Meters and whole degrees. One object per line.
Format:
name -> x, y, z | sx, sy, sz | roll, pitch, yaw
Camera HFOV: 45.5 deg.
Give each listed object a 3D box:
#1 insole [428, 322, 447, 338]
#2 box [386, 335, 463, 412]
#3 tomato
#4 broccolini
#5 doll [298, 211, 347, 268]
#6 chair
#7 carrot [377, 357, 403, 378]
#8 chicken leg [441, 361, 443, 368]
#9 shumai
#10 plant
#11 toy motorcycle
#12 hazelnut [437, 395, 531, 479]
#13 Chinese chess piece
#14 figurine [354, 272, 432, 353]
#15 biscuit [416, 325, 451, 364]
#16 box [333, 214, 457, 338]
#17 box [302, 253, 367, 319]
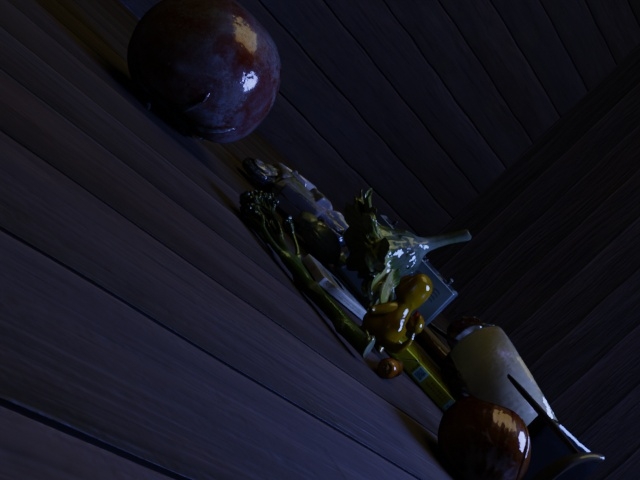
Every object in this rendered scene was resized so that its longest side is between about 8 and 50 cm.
insole -> 0.318, 0.242, 2.390 | 0.348, 0.009, 0.119 | 37, -8, 31
box -> 0.242, 0.306, 1.640 | 0.279, 0.041, 0.153 | 47, 7, 1
tomato -> -0.236, -0.348, 1.555 | 0.316, 0.283, 0.317 | 33, -12, 8
broccolini -> -0.019, 0.045, 1.365 | 0.392, 0.074, 0.079 | 47, 13, 25
doll -> 0.000, 0.000, 1.814 | 0.103, 0.071, 0.214 | 43, -4, 45
chair -> 0.377, 0.394, 1.331 | 0.166, 0.188, 0.272 | 43, 3, -18
carrot -> 0.133, 0.235, 1.399 | 0.037, 0.037, 0.190 | 48, 3, 15
chicken leg -> 0.434, 0.422, 2.010 | 0.304, 0.093, 0.113 | 44, 17, 26
shumai -> 0.424, 0.289, 1.965 | 0.218, 0.186, 0.184 | 5, 29, -25
plant -> 0.153, 0.010, 1.747 | 0.261, 0.297, 0.306 | 37, -22, 39
toy motorcycle -> -0.050, -0.101, 1.974 | 0.340, 0.108, 0.223 | 40, 11, 5
hazelnut -> 0.258, 0.328, 1.218 | 0.154, 0.143, 0.143 | 31, 9, -13
Chinese chess piece -> 0.411, 0.353, 1.671 | 0.338, 0.140, 0.338 | 61, 6, -11
figurine -> 0.163, 0.142, 1.482 | 0.121, 0.176, 0.122 | 40, -8, -34
biscuit -> 0.364, 0.336, 2.265 | 0.318, 0.040, 0.318 | 46, 4, -4
box -> 0.180, 0.092, 1.845 | 0.270, 0.211, 0.045 | 47, 19, 20
box -> 0.032, 0.100, 1.610 | 0.167, 0.024, 0.090 | 42, 7, -40
